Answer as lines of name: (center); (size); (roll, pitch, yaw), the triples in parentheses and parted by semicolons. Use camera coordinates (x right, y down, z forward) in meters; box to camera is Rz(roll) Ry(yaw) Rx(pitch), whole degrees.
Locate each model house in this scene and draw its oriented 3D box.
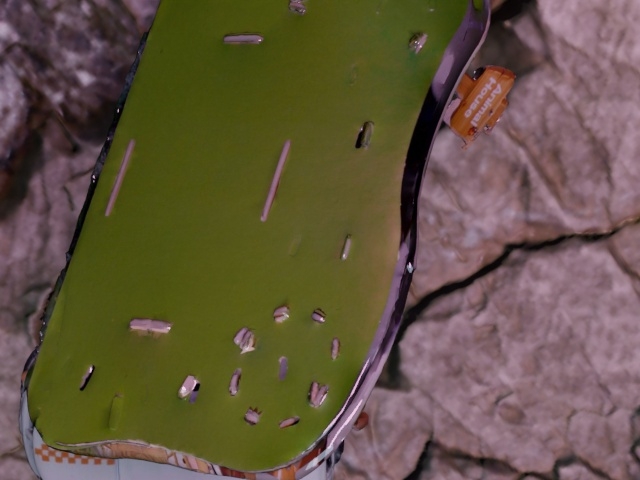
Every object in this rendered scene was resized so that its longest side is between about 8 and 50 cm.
model house: (-0.001, 0.001, 0.959); (0.207, 0.294, 0.154); (4, 156, 34)

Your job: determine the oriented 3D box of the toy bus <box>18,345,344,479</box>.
toy bus: (-0.082, 0.106, 1.075); (0.193, 0.089, 0.087); (1, 110, 1)
